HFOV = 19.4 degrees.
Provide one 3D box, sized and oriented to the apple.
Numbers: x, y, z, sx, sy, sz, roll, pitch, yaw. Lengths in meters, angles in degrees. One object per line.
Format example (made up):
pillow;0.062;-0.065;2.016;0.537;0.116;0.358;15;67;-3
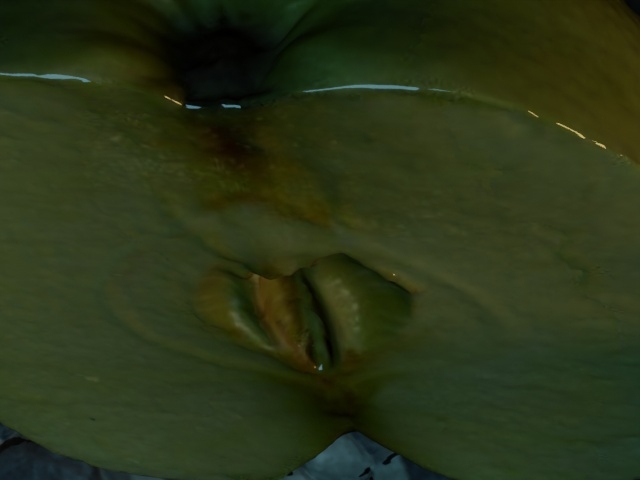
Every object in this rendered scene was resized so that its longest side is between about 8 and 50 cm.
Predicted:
apple;0.000;0.000;0.791;0.311;0.320;0.360;45;165;30
